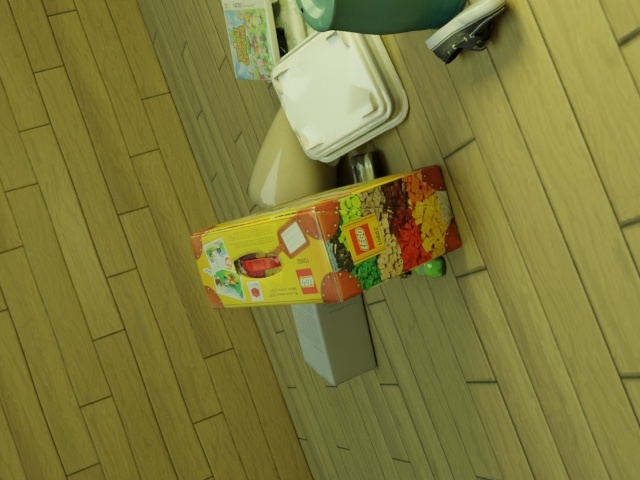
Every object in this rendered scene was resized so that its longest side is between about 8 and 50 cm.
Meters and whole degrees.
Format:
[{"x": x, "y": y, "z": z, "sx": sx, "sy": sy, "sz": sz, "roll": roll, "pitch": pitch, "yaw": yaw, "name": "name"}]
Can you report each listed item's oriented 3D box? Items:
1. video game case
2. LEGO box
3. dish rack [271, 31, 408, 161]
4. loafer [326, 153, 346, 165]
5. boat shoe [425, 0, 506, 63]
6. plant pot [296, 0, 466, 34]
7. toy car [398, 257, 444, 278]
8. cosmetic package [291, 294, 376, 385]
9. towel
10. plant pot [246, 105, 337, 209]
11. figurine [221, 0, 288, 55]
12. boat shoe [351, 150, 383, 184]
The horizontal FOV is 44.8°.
[{"x": -0.177, "y": -0.519, "z": 1.998, "sx": 0.193, "sy": 0.023, "sz": 0.212, "roll": 17, "pitch": 123, "yaw": 48, "name": "video game case"}, {"x": 0.000, "y": 0.000, "z": 1.755, "sx": 0.500, "sy": 0.372, "sz": 0.193, "roll": -9, "pitch": 100, "yaw": 53, "name": "LEGO box"}, {"x": 0.023, "y": -0.346, "z": 1.794, "sx": 0.333, "sy": 0.072, "sz": 0.285, "roll": -25, "pitch": 91, "yaw": 46, "name": "dish rack"}, {"x": 0.054, "y": -0.300, "z": 1.924, "sx": 0.102, "sy": 0.092, "sz": 0.268, "roll": 42, "pitch": 142, "yaw": 25, "name": "loafer"}, {"x": 0.263, "y": -0.364, "z": 1.363, "sx": 0.076, "sy": 0.080, "sz": 0.228, "roll": 52, "pitch": 158, "yaw": -9, "name": "boat shoe"}, {"x": 0.092, "y": -0.497, "z": 1.416, "sx": 0.272, "sy": 0.255, "sz": 0.272, "roll": 52, "pitch": 152, "yaw": 42, "name": "plant pot"}, {"x": 0.216, "y": 0.026, "z": 1.866, "sx": 0.225, "sy": 0.053, "sz": 0.239, "roll": 42, "pitch": 145, "yaw": 54, "name": "toy car"}, {"x": 0.014, "y": 0.185, "z": 2.383, "sx": 0.230, "sy": 0.161, "sz": 0.453, "roll": 27, "pitch": 132, "yaw": 62, "name": "cosmetic package"}, {"x": -0.105, "y": -0.608, "z": 2.087, "sx": 0.320, "sy": 0.090, "sz": 0.374, "roll": 21, "pitch": 128, "yaw": 61, "name": "towel"}, {"x": -0.057, "y": -0.241, "z": 2.119, "sx": 0.256, "sy": 0.256, "sz": 0.274, "roll": 45, "pitch": 131, "yaw": 50, "name": "plant pot"}, {"x": -0.163, "y": -0.585, "z": 2.032, "sx": 0.209, "sy": 0.092, "sz": 0.215, "roll": 17, "pitch": 124, "yaw": 53, "name": "figurine"}, {"x": 0.120, "y": -0.109, "z": 1.929, "sx": 0.073, "sy": 0.080, "sz": 0.223, "roll": -1, "pitch": 106, "yaw": 27, "name": "boat shoe"}]
